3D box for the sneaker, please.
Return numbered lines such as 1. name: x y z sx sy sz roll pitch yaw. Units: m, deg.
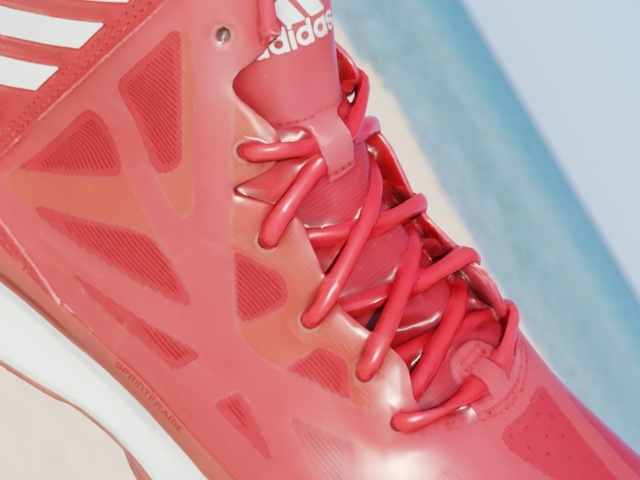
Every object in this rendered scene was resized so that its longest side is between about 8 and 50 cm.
1. sneaker: 0.000 0.000 0.347 0.221 0.128 0.087 28 39 7
